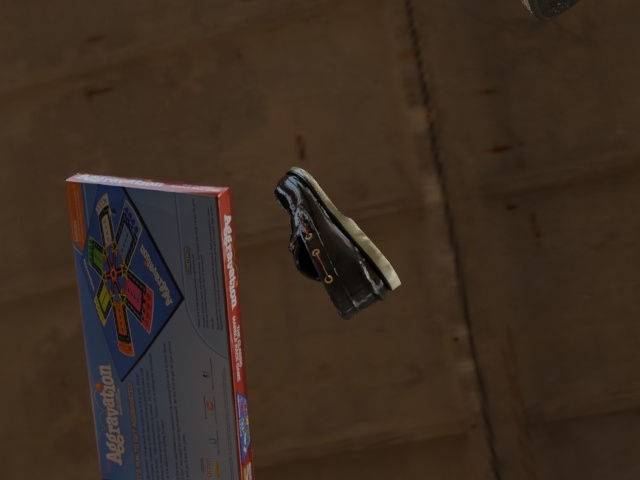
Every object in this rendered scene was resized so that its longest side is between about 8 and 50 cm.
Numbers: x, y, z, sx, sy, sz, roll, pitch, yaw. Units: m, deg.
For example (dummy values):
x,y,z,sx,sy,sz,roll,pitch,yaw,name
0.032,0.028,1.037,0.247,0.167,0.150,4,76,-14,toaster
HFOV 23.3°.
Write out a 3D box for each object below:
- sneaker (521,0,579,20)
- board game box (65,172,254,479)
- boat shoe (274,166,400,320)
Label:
x,y,z,sx,sy,sz,roll,pitch,yaw,name
0.157,-0.309,1.300,0.124,0.295,0.178,-37,-105,2,sneaker
-0.133,0.084,1.307,0.145,0.027,0.281,6,-67,22,board game box
-0.001,-0.001,0.893,0.042,0.049,0.133,-36,-143,-2,boat shoe
